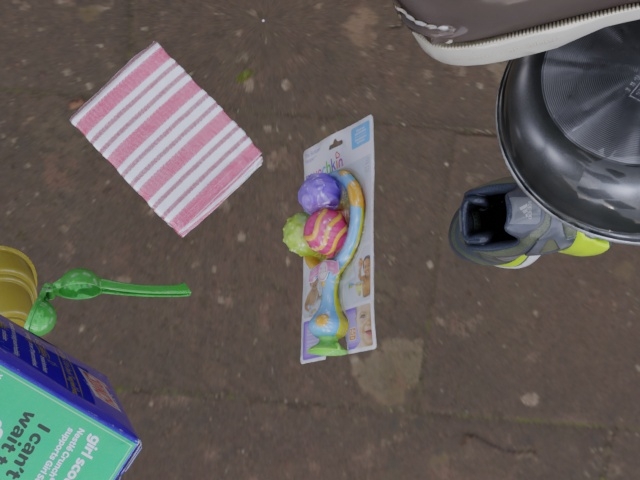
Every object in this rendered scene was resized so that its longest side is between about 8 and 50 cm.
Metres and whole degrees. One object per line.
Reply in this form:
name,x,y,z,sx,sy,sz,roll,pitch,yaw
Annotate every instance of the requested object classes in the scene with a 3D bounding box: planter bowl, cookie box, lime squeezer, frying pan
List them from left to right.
cookie box,-0.116,0.043,0.330,0.107,0.092,0.040,34,84,-18
planter bowl,-0.458,0.119,1.415,0.090,0.217,0.217,40,99,30
lime squeezer,-0.327,0.103,1.340,0.310,0.059,0.110,-32,91,-25
frying pan,0.228,-0.043,0.602,0.197,0.053,0.326,-31,60,6

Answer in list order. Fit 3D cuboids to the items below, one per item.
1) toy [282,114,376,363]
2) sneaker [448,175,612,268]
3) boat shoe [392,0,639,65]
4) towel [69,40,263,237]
toy,0.000,0.000,1.064,0.056,0.137,0.237,6,75,-32
sneaker,0.197,-0.027,1.136,0.121,0.300,0.111,-1,83,-16
boat shoe,0.180,-0.184,0.536,0.324,0.097,0.116,-13,63,24
towel,-0.181,-0.120,1.244,0.144,0.029,0.197,-44,95,-11
